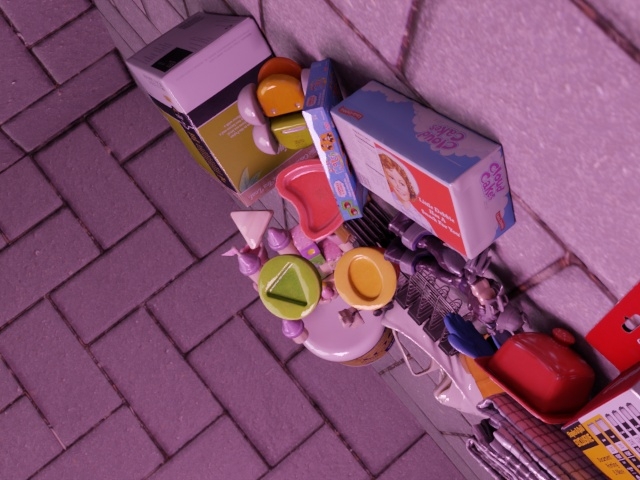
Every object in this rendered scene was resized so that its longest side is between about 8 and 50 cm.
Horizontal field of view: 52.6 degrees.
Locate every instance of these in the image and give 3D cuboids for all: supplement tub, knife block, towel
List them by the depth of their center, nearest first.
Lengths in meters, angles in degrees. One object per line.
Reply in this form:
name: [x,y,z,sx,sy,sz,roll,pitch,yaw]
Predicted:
towel: [0.383,0.350,0.983,0.284,0.235,0.121,42,121,40]
knife block: [0.060,-0.054,1.422,0.276,0.088,0.242,37,161,53]
supplement tub: [0.081,0.214,1.740,0.241,0.241,0.331,48,-178,20]

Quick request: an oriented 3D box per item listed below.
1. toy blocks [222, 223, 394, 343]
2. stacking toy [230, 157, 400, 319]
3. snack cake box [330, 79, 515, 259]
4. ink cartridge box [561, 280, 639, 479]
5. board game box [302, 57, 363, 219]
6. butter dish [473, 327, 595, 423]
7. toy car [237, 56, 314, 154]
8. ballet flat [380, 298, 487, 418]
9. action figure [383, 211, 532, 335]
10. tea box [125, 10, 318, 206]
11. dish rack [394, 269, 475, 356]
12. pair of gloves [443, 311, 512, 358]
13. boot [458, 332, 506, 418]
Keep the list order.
toy blocks: [-0.039,0.044,1.496,0.260,0.289,0.309,55,-173,-48]
stacking toy: [0.000,0.000,1.278,0.308,0.280,0.130,68,-157,-2]
snack cake box: [0.139,-0.106,0.914,0.264,0.089,0.152,41,164,43]
ink cartridge box: [0.404,0.210,0.747,0.272,0.130,0.309,48,169,23]
board game box: [0.027,-0.164,1.054,0.160,0.039,0.211,-83,-22,-49]
butter dish: [0.346,0.188,0.984,0.160,0.118,0.160,6,-157,-39]
toy car: [-0.056,-0.251,1.175,0.182,0.159,0.136,64,-162,-51]
ballet flat: [0.289,0.303,1.538,0.400,0.139,0.139,51,170,3]
action figure: [0.232,0.054,1.067,0.285,0.099,0.185,41,159,30]
tea box: [-0.212,-0.295,1.409,0.329,0.220,0.323,37,161,55]
dish rack: [0.239,0.133,1.356,0.208,0.074,0.271,46,167,20]
pair of gloves: [0.295,0.185,1.113,0.198,0.023,0.159,5,-142,-43]
boot: [0.382,0.310,1.250,0.295,0.104,0.211,53,170,9]
